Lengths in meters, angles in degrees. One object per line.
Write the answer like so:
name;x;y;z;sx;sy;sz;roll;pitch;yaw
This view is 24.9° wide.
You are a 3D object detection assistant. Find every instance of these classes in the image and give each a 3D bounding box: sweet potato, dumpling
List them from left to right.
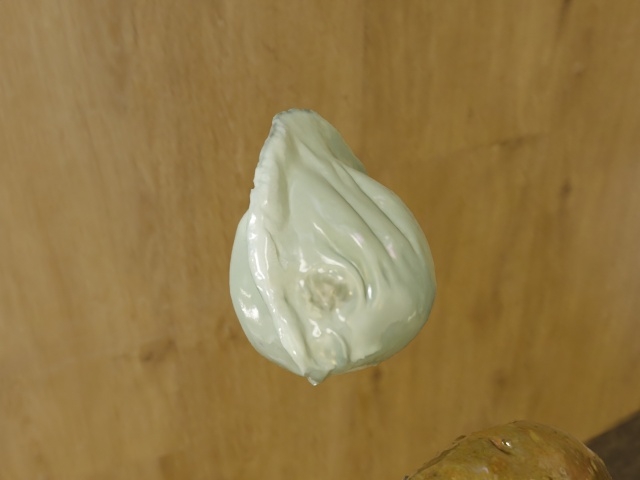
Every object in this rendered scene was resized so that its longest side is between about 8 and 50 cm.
dumpling;-0.006;0.013;0.878;0.152;0.219;0.108;43;111;-1
sweet potato;0.081;0.151;0.719;0.310;0.098;0.124;1;119;-44
